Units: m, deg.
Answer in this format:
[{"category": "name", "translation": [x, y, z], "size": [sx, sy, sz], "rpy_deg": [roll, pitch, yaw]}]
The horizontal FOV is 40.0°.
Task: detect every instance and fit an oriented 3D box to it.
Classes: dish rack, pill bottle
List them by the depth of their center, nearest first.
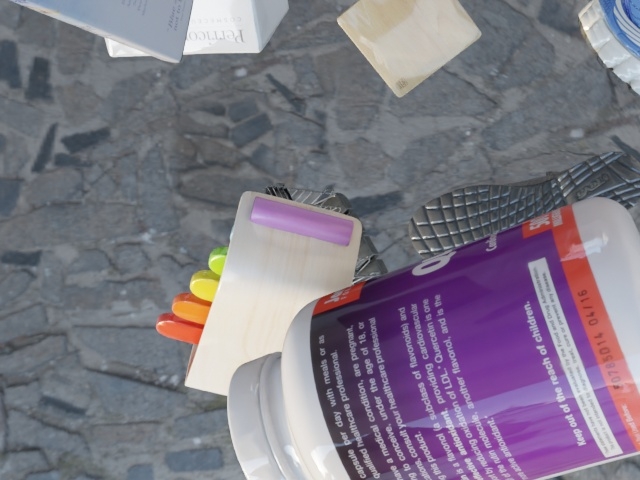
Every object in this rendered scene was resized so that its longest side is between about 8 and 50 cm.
[{"category": "pill bottle", "translation": [0.099, 0.101, 0.661], "size": [0.323, 0.181, 0.181], "rpy_deg": [-21, 86, 18]}, {"category": "dish rack", "translation": [0.000, 0.000, 1.519], "size": [0.074, 0.272, 0.208], "rpy_deg": [-39, 68, 27]}]

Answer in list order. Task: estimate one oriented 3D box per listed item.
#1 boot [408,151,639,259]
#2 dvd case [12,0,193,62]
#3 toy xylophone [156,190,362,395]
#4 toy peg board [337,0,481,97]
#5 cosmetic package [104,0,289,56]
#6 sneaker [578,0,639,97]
[{"category": "boot", "translation": [0.312, -0.031, 1.301], "size": [0.338, 0.223, 0.118], "rpy_deg": [-12, 84, 15]}, {"category": "dvd case", "translation": [-0.134, -0.230, 0.603], "size": [0.022, 0.253, 0.180], "rpy_deg": [14, 96, 12]}, {"category": "toy xylophone", "translation": [-0.032, 0.090, 0.898], "size": [0.236, 0.081, 0.322], "rpy_deg": [20, 142, -15]}, {"category": "toy peg board", "translation": [0.136, -0.341, 1.373], "size": [0.161, 0.079, 0.161], "rpy_deg": [-36, 111, 15]}, {"category": "cosmetic package", "translation": [-0.195, -0.477, 1.122], "size": [0.230, 0.161, 0.453], "rpy_deg": [1, 125, 14]}, {"category": "sneaker", "translation": [0.381, -0.126, 0.729], "size": [0.330, 0.129, 0.147], "rpy_deg": [36, 119, -9]}]
